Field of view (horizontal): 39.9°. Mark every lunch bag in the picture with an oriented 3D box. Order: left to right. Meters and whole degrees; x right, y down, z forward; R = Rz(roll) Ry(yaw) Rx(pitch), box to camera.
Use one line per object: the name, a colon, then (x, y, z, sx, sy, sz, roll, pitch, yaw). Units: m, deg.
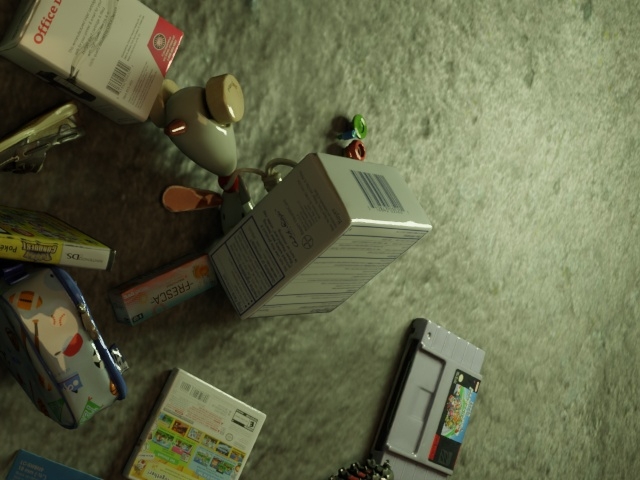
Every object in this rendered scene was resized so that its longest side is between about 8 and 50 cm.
lunch bag: (-0.400, 0.130, 1.272, 0.115, 0.303, 0.243, -32, 111, -30)

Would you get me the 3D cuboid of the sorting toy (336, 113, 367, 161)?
sorting toy: (0.063, -0.208, 1.808, 0.061, 0.042, 0.102, 22, 66, -53)

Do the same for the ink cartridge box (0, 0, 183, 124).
ink cartridge box: (-0.364, -0.317, 1.408, 0.237, 0.100, 0.172, 30, 73, -37)

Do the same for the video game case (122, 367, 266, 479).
video game case: (-0.224, 0.370, 1.608, 0.227, 0.026, 0.206, 37, 70, -35)

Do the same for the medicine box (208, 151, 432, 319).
medicine box: (0.000, 0.000, 1.557, 0.263, 0.289, 0.149, 2, 53, -54)

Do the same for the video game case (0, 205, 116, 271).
video game case: (-0.457, -0.017, 1.236, 0.248, 0.275, 0.035, 9, 97, -39)

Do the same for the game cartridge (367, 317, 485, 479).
game cartridge: (0.245, 0.377, 1.972, 0.230, 0.068, 0.355, 28, 75, -32)

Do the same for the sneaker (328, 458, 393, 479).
sneaker: (0.042, 0.552, 1.783, 0.276, 0.097, 0.135, -27, 110, -29)

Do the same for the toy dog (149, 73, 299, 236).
toy dog: (-0.188, -0.128, 1.510, 0.334, 0.220, 0.161, 52, 34, -19)

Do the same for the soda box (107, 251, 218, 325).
soda box: (-0.272, 0.081, 1.532, 0.183, 0.058, 0.063, -26, 108, -35)

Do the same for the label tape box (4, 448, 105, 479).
label tape box: (-0.426, 0.499, 1.298, 0.240, 0.106, 0.334, 18, 71, 6)

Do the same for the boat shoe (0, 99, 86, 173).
boat shoe: (-0.453, -0.138, 1.359, 0.223, 0.080, 0.073, -44, 113, -34)
